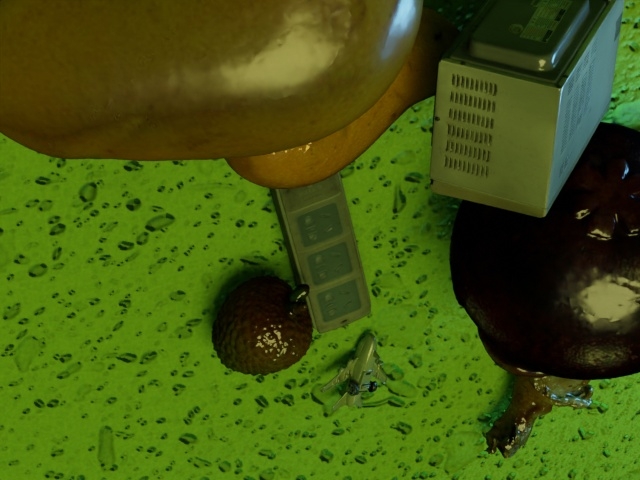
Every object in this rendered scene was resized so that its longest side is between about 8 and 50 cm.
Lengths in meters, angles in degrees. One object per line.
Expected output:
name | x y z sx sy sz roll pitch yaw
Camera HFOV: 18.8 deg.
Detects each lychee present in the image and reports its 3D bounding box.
lychee | -0.064 0.097 2.214 0.114 0.114 0.146 28 133 -36

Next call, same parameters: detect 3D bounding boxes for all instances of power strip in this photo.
power strip | -0.001 0.000 2.210 0.078 0.052 0.272 -21 130 -8

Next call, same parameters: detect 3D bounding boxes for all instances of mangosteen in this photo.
mangosteen | 0.293 0.026 2.222 0.306 0.307 0.347 -12 157 -15

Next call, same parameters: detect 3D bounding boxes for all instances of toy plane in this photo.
toy plane | 0.049 0.163 2.361 0.102 0.040 0.111 -8 131 -42

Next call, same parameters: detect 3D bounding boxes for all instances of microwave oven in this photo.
microwave oven | 0.217 -0.171 2.040 0.145 0.240 0.194 13 128 20

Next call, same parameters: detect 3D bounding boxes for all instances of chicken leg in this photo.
chicken leg | 0.287 0.188 2.452 0.103 0.088 0.228 2 121 -40

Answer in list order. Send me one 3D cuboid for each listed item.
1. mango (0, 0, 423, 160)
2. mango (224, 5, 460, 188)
mango | -0.121 -0.216 1.854 0.445 0.232 0.300 -17 89 -2
mango | 0.017 -0.166 2.049 0.295 0.120 0.177 -34 134 -19
